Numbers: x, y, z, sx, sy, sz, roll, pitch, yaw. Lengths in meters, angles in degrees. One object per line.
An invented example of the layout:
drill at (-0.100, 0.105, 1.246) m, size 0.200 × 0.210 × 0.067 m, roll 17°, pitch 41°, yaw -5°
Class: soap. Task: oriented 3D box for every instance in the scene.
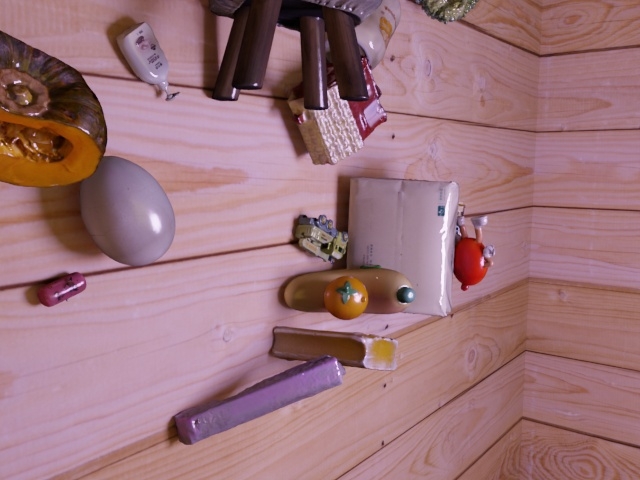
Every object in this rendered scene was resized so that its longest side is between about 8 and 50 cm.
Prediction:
soap at (0.037, 0.268, 1.544) m, size 0.173 × 0.274 × 0.089 m, roll 21°, pitch 72°, yaw -52°

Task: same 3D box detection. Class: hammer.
hammer at (-0.448, 0.086, 1.076) m, size 0.083 × 0.043 × 0.043 m, roll -34°, pitch 121°, yaw -47°

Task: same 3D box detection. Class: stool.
stool at (-0.061, -0.395, 1.249) m, size 0.311 × 0.310 × 0.226 m, roll 0°, pitch 96°, yaw -21°

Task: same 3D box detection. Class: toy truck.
toy truck at (0.000, 0.000, 1.629) m, size 0.169 × 0.077 × 0.100 m, roll 36°, pitch 63°, yaw -50°

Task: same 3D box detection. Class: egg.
egg at (-0.346, -0.052, 1.104) m, size 0.151 × 0.151 × 0.209 m, roll -44°, pitch 119°, yaw -41°

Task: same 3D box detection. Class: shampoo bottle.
shampoo bottle at (-0.323, -0.332, 1.182) m, size 0.077 × 0.045 × 0.152 m, roll -53°, pitch 134°, yaw -35°

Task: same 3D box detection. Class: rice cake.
rice cake at (-0.125, 0.346, 1.364) m, size 0.399 × 0.064 × 0.070 m, roll -20°, pitch 102°, yaw -14°

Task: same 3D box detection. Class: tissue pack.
tissue pack at (0.233, 0.015, 1.740) m, size 0.207 × 0.297 × 0.380 m, roll -8°, pitch 99°, yaw -71°

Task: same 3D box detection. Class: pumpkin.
pumpkin at (-0.477, -0.179, 0.887) m, size 0.317 × 0.222 × 0.139 m, roll 16°, pitch 55°, yaw -54°

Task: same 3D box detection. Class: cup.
cup at (0.092, -0.537, 1.649) m, size 0.173 × 0.255 × 0.202 m, roll 28°, pitch 64°, yaw -6°

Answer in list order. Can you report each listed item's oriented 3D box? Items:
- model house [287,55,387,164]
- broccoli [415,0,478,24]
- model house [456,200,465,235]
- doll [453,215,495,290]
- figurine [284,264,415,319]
model house at (0.025, -0.316, 1.556) m, size 0.254 × 0.160 × 0.196 m, roll -48°, pitch 130°, yaw -36°
broccoli at (0.368, -0.869, 1.859) m, size 0.277 × 0.317 × 0.338 m, roll 7°, pitch 49°, yaw -41°
model house at (0.301, -0.072, 1.938) m, size 0.207 × 0.271 × 0.178 m, roll 6°, pitch 92°, yaw -17°
doll at (0.430, 0.037, 1.758) m, size 0.085 × 0.183 × 0.217 m, roll -4°, pitch 94°, yaw -25°
figurine at (0.071, 0.137, 1.559) m, size 0.222 × 0.325 × 0.124 m, roll -112°, pitch -160°, yaw -84°
